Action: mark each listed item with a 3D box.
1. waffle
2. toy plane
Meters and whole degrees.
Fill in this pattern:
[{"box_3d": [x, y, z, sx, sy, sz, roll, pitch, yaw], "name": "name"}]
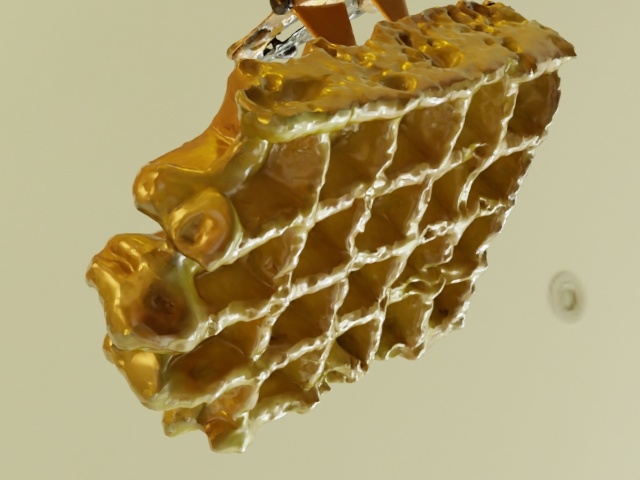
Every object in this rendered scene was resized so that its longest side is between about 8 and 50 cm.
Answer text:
[{"box_3d": [0.000, 0.000, 0.448, 0.211, 0.055, 0.160, -24, -39, -44], "name": "waffle"}, {"box_3d": [0.073, -0.220, 0.818, 0.103, 0.204, 0.316, 48, -138, -1], "name": "toy plane"}]
